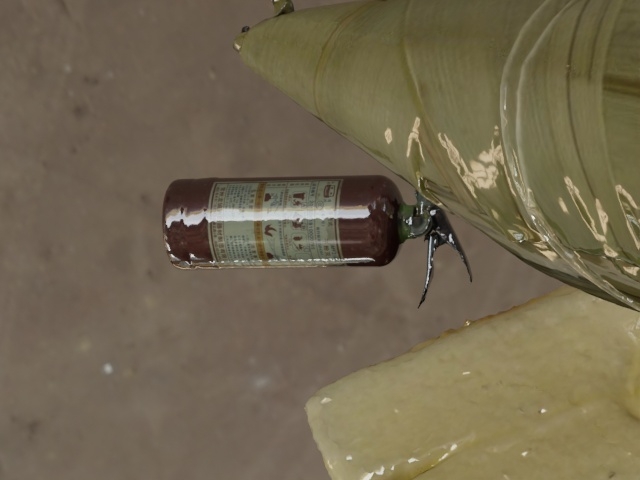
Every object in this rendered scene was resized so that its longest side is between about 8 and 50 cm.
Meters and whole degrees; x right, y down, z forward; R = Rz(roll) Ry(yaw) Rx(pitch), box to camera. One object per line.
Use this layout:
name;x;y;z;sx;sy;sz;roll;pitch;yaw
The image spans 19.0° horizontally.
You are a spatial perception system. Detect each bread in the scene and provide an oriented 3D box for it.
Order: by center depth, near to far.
bread;0.225;0.248;1.624;0.390;0.279;0.371;-18;136;3

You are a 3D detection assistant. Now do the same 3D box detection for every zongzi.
zongzi;0.222;-0.016;1.017;0.447;0.418;0.181;27;81;-41

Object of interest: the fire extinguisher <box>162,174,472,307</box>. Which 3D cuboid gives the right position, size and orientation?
fire extinguisher;0.000;0.000;1.432;0.231;0.099;0.071;1;-179;14
